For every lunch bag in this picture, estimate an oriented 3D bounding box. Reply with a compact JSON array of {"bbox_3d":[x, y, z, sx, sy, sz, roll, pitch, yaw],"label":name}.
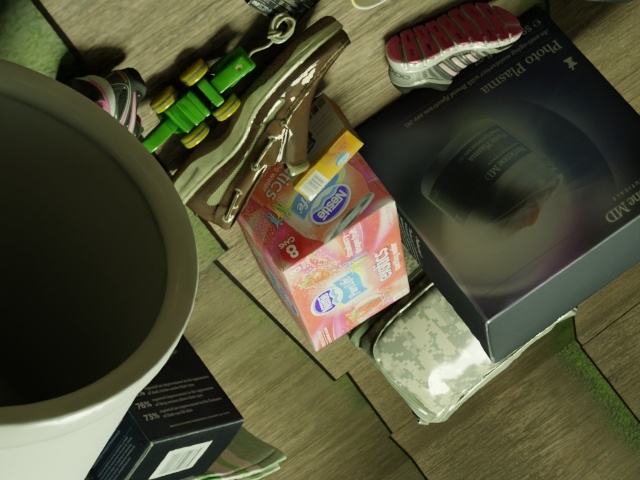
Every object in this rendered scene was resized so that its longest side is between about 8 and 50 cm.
[{"bbox_3d":[0.195,0.086,1.740,0.305,0.256,0.212,-44,157,17],"label":"lunch bag"}]

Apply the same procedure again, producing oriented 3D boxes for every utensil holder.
[{"bbox_3d":[-0.313,0.095,0.952,0.328,0.327,0.385,-17,154,-38],"label":"utensil holder"}]

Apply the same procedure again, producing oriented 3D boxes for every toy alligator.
[{"bbox_3d":[-0.100,-0.149,1.130,0.190,0.056,0.051,-41,-160,4],"label":"toy alligator"}]

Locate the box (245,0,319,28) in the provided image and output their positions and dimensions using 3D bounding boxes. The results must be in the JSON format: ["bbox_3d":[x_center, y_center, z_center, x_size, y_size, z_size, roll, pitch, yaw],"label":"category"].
[{"bbox_3d":[-0.028,-0.233,1.099,0.067,0.018,0.083,-43,157,16],"label":"box"}]

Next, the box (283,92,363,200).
[{"bbox_3d":[-0.005,-0.102,1.257,0.028,0.136,0.081,38,102,-23],"label":"box"}]

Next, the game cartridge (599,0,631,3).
[{"bbox_3d":[0.390,-0.389,1.351,0.198,0.062,0.297,-4,142,-46],"label":"game cartridge"}]

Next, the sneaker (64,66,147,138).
[{"bbox_3d":[-0.196,-0.086,1.088,0.077,0.072,0.178,-32,166,-38],"label":"sneaker"}]

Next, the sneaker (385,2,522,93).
[{"bbox_3d":[0.144,-0.210,1.338,0.170,0.063,0.075,-22,154,-20],"label":"sneaker"}]

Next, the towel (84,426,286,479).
[{"bbox_3d":[-0.231,0.248,1.489,0.325,0.248,0.038,-6,120,-50],"label":"towel"}]

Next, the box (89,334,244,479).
[{"bbox_3d":[-0.217,0.175,1.385,0.153,0.207,0.108,-4,138,-51],"label":"box"}]

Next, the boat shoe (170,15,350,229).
[{"bbox_3d":[-0.043,-0.109,1.194,0.257,0.095,0.095,-44,-175,32],"label":"boat shoe"}]

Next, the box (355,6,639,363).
[{"bbox_3d":[0.238,-0.067,1.448,0.296,0.294,0.182,-35,158,-4],"label":"box"}]

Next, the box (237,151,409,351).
[{"bbox_3d":[0.000,0.000,1.437,0.154,0.142,0.300,-32,157,-7],"label":"box"}]

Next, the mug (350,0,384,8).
[{"bbox_3d":[0.034,-0.256,1.082,0.062,0.064,0.078,-38,157,7],"label":"mug"}]
